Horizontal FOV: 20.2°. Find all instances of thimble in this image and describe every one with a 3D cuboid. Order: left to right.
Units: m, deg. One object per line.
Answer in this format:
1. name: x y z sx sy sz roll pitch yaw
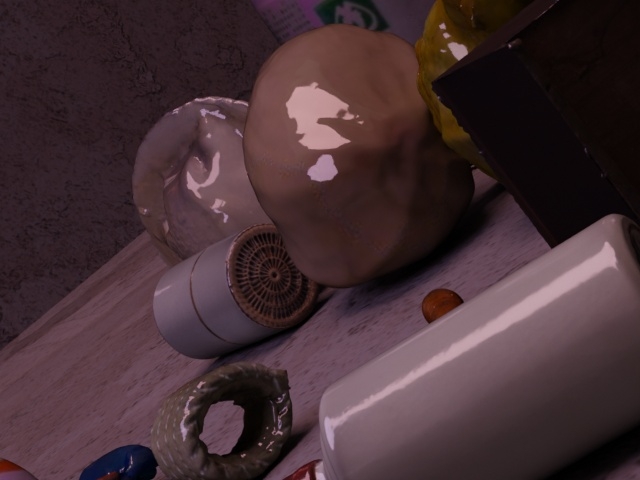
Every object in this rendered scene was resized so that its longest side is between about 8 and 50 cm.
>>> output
1. thimble: -0.071 0.137 1.343 0.110 0.084 0.062 -45 12 -35

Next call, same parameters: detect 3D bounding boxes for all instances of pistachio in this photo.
1. pistachio: 0.024 -0.086 1.667 0.226 0.207 0.332 -65 28 22

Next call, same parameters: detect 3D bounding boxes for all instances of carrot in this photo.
1. carrot: 0.094 0.056 1.323 0.032 0.032 0.093 -36 12 4

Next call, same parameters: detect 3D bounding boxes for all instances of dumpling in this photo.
1. dumpling: -0.114 -0.043 2.022 0.243 0.227 0.175 -42 6 12

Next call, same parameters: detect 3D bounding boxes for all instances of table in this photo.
1. table: 0.211 -0.100 1.226 0.169 0.172 0.193 -39 5 -11

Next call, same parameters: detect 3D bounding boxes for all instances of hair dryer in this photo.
1. hair dryer: 0.000 0.000 1.854 0.357 0.108 0.173 -31 5 -35

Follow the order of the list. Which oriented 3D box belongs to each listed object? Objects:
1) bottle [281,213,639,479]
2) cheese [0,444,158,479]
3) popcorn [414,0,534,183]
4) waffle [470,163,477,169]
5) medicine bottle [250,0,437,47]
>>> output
1. bottle: 0.081 0.089 0.949 0.245 0.104 0.104 -34 9 19
2. cheese: -0.255 0.237 1.401 0.217 0.129 0.329 -36 -10 36
3. popcorn: 0.185 -0.174 1.455 0.276 0.276 0.225 -32 15 27
4. waffle: 0.220 -0.127 1.684 0.197 0.070 0.193 -34 9 32
5. medicine bottle: 0.065 -0.250 2.081 0.212 0.325 0.212 -36 9 7
